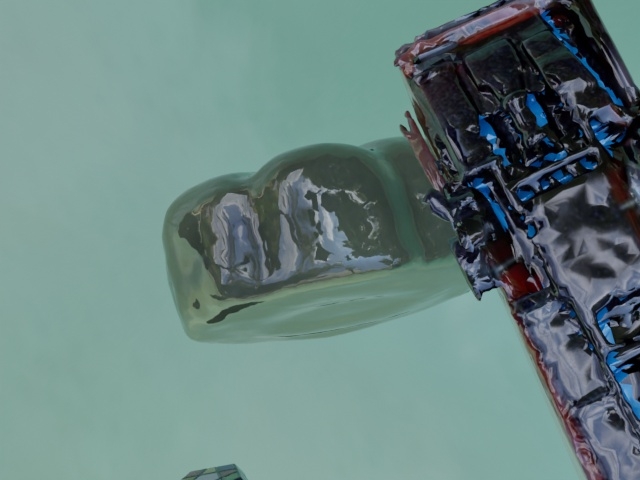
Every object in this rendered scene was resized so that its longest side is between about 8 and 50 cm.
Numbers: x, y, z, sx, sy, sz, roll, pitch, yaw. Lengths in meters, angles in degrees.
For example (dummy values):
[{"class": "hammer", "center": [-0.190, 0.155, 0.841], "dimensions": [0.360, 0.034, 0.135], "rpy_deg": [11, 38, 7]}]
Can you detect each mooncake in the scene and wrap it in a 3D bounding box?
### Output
[{"class": "mooncake", "center": [0.000, 0.000, 1.363], "dimensions": [0.275, 0.275, 0.135], "rpy_deg": [-13, 80, -3]}]

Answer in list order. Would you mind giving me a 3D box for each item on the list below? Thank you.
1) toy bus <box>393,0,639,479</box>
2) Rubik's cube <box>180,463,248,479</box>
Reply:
[{"class": "toy bus", "center": [0.090, 0.042, 0.441], "dimensions": [0.073, 0.096, 0.235], "rpy_deg": [-24, 67, 4]}, {"class": "Rubik's cube", "center": [-0.087, 0.248, 1.456], "dimensions": [0.111, 0.111, 0.093], "rpy_deg": [-15, 100, -3]}]
